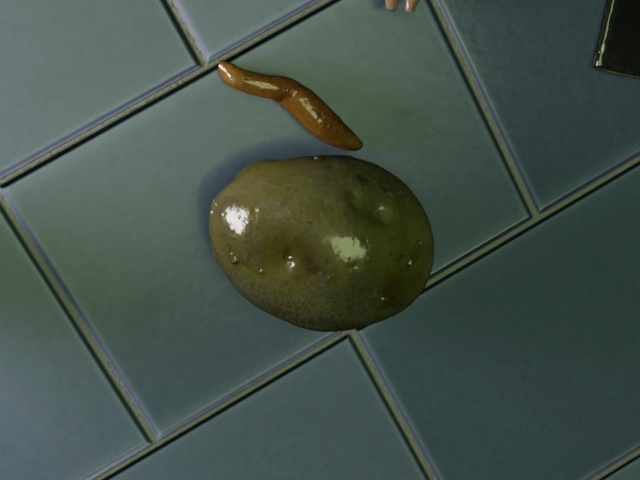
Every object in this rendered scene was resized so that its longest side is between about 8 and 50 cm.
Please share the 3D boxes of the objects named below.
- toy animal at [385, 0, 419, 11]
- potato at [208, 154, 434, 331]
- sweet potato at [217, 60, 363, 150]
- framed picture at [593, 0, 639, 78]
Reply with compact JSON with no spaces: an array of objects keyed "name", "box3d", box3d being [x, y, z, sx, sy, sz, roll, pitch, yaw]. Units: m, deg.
[{"name":"toy animal","box3d":[0.087,-0.311,1.116,0.083,0.089,0.150,-4,100,-35]},{"name":"potato","box3d":[0.000,0.000,1.120,0.235,0.160,0.178,21,72,-2]},{"name":"sweet potato","box3d":[-0.026,-0.145,1.141,0.179,0.044,0.044,30,94,-18]},{"name":"framed picture","box3d":[0.490,-0.289,1.242,0.338,0.014,0.255,8,99,-15]}]
